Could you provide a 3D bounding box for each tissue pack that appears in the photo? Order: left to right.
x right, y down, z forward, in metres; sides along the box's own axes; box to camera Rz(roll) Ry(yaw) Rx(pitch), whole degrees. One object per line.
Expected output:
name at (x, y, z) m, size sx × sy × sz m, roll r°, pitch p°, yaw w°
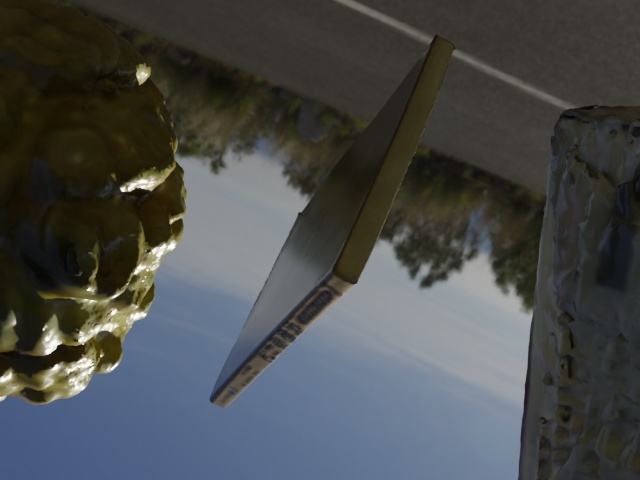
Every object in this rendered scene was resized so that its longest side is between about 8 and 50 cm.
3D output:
tissue pack at (0.262, 0.048, 0.503) m, size 0.344 × 0.242 × 0.125 m, roll -6°, pitch -164°, yaw -30°

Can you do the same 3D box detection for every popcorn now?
popcorn at (-0.168, -0.020, 0.491) m, size 0.189 × 0.218 × 0.169 m, roll 27°, pitch -152°, yaw -3°

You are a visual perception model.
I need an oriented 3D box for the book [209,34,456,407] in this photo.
book at (0.000, 0.000, 0.773) m, size 0.021 × 0.216 × 0.310 m, roll 29°, pitch 149°, yaw -7°
